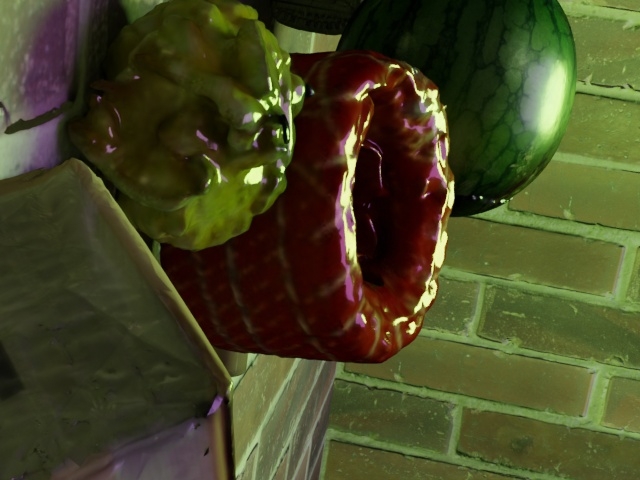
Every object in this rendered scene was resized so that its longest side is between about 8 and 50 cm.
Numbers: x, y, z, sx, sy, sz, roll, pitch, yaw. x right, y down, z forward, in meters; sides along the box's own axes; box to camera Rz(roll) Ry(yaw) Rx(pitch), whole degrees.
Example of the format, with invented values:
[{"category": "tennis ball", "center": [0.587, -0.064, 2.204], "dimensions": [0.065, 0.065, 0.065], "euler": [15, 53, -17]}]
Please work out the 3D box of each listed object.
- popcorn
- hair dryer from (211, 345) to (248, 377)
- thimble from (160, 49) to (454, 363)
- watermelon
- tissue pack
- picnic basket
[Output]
[{"category": "popcorn", "center": [-0.100, -0.098, 0.724], "dimensions": [0.189, 0.169, 0.218], "euler": [-4, 100, -82]}, {"category": "hair dryer", "center": [-0.128, 0.114, 1.262], "dimensions": [0.182, 0.064, 0.117], "euler": [-82, 179, -75]}, {"category": "thimble", "center": [-0.005, -0.038, 0.964], "dimensions": [0.350, 0.230, 0.350], "euler": [-13, 105, -61]}, {"category": "watermelon", "center": [0.177, -0.215, 1.180], "dimensions": [0.363, 0.363, 0.363], "euler": [10, 90, -82]}, {"category": "tissue pack", "center": [-0.179, 0.152, 0.492], "dimensions": [0.239, 0.238, 0.306], "euler": [-72, 169, -46]}, {"category": "picnic basket", "center": [0.011, -0.397, 1.302], "dimensions": [0.196, 0.134, 0.154], "euler": [-63, 163, -66]}]
